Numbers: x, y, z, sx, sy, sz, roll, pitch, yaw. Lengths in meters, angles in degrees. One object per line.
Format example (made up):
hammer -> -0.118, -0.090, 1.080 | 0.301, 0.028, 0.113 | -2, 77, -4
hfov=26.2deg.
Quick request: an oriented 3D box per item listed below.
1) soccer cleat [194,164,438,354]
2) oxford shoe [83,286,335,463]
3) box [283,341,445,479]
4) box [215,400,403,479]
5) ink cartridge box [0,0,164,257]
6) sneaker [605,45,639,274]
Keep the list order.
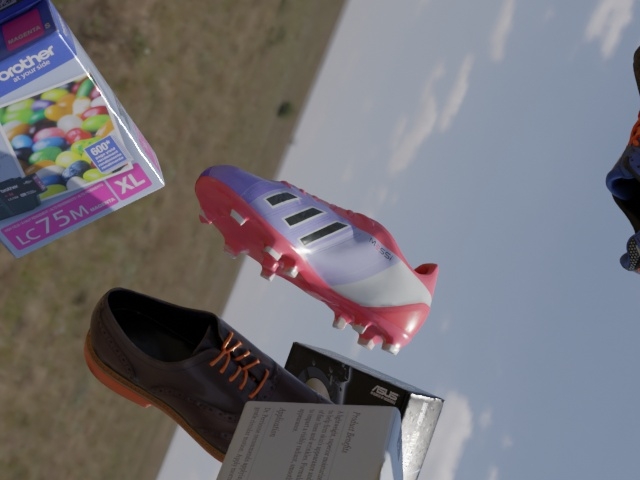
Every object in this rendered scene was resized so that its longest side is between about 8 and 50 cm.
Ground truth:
soccer cleat -> 0.000, 0.000, 1.118 | 0.083, 0.248, 0.095 | 3, -121, 55
oxford shoe -> -0.082, 0.127, 1.200 | 0.098, 0.271, 0.097 | 110, 4, -55
box -> 0.031, 0.215, 1.565 | 0.077, 0.180, 0.147 | 19, 91, -51
box -> -0.008, 0.235, 0.971 | 0.181, 0.119, 0.182 | -68, 157, -62
ink cartridge box -> -0.299, -0.118, 1.365 | 0.065, 0.186, 0.311 | 66, 3, 39
sneaker -> 0.268, -0.066, 1.085 | 0.083, 0.087, 0.221 | 87, 2, -61
